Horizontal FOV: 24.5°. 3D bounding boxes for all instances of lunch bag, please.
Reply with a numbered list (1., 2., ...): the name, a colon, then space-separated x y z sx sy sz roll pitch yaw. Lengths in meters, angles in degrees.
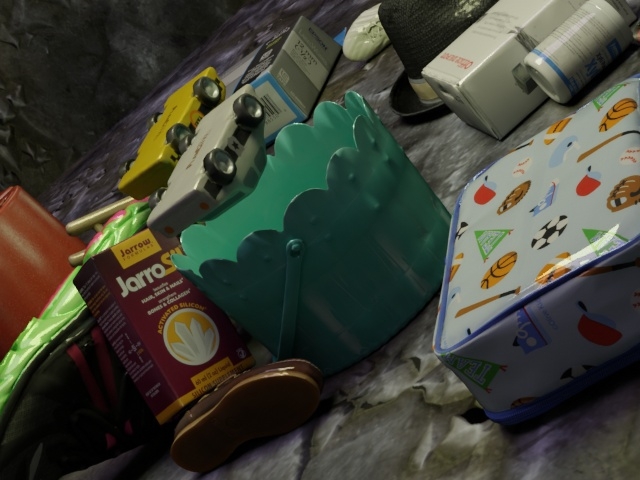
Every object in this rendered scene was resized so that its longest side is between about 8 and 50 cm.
1. lunch bag: 0.203 0.004 1.208 0.243 0.115 0.303 -36 18 28

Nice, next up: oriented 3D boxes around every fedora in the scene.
1. fedora: 0.189 -0.313 1.965 0.334 0.152 0.334 -38 17 14

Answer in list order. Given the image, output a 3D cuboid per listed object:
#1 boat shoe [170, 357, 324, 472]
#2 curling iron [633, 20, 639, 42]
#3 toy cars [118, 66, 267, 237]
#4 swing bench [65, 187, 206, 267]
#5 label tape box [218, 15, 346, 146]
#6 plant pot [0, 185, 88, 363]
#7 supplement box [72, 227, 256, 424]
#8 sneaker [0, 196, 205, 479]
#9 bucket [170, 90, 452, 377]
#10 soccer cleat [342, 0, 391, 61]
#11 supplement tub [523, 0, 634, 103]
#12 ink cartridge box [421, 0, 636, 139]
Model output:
1. boat shoe: -0.074 0.163 1.491 0.207 0.073 0.073 -30 22 35
2. curling iron: 0.385 -0.209 1.462 0.068 0.035 0.274 -42 16 -1
3. toy cars: -0.124 -0.086 1.588 0.176 0.087 0.393 -47 19 -2
4. swing bench: -0.190 -0.019 1.955 0.254 0.165 0.253 -43 -3 -13
5. label tape box: -0.104 -0.268 2.584 0.249 0.115 0.348 -32 21 30
6. plant pot: -0.427 0.079 2.164 0.272 0.265 0.272 -37 17 13
7. supplement box: -0.169 0.087 1.588 0.104 0.188 0.081 -29 -6 -31
8. sneaker: -0.248 0.167 1.652 0.483 0.202 0.185 -57 -1 -21
9. bucket: 0.000 0.000 1.547 0.281 0.183 0.281 -38 16 13
10. soccer cleat: 0.118 -0.362 2.403 0.196 0.068 0.076 -39 20 1
11. supplement tub: 0.284 -0.210 1.630 0.107 0.071 0.071 -42 16 0
12. ink cartridge box: 0.241 -0.230 1.742 0.218 0.092 0.158 -40 17 -1
